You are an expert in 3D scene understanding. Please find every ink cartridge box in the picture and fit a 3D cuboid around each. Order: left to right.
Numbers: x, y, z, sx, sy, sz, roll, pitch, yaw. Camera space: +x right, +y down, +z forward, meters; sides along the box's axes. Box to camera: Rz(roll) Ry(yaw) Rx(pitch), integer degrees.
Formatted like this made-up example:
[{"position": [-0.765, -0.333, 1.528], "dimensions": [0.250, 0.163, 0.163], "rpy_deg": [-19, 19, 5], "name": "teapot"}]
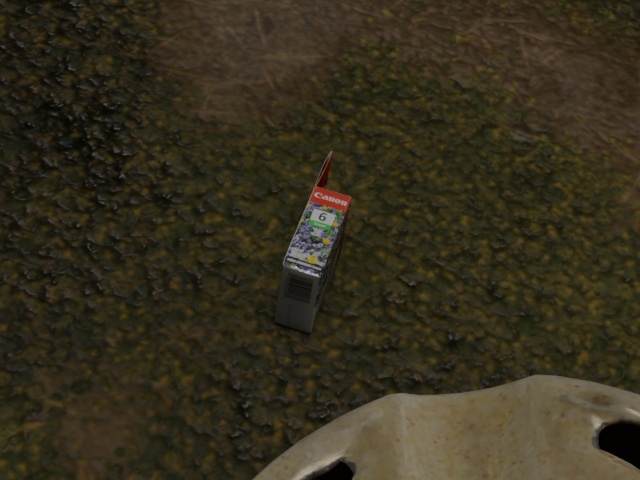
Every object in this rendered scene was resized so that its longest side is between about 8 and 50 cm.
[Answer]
[{"position": [0.000, 0.000, 0.962], "dimensions": [0.029, 0.063, 0.115], "rpy_deg": [17, 49, 6], "name": "ink cartridge box"}]

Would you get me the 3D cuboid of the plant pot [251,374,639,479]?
[{"position": [0.083, 0.230, 0.532], "dimensions": [0.334, 0.305, 0.333], "rpy_deg": [-9, 43, 8], "name": "plant pot"}]
